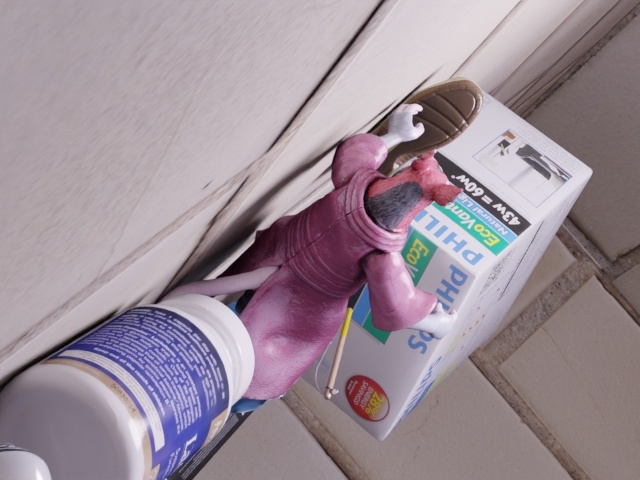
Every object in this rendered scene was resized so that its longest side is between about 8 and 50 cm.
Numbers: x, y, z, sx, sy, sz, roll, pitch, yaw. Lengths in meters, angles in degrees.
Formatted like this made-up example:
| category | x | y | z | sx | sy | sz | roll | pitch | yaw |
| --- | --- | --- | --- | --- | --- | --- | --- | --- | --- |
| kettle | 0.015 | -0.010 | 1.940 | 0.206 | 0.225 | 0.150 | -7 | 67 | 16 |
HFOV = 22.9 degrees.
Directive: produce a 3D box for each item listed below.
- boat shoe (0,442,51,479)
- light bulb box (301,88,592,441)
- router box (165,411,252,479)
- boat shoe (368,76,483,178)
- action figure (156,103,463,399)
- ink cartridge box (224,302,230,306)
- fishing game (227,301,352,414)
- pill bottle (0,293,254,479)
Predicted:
| category | x | y | z | sx | sy | sz | roll | pitch | yaw |
| --- | --- | --- | --- | --- | --- | --- | --- | --- | --- |
| boat shoe | -0.298 | 0.200 | 1.244 | 0.108 | 0.102 | 0.301 | 6 | 153 | -30 |
| light bulb box | 0.155 | 0.029 | 2.253 | 0.361 | 0.225 | 0.358 | -36 | 158 | -47 |
| router box | -0.251 | 0.270 | 1.921 | 0.243 | 0.081 | 0.309 | -18 | -164 | 35 |
| boat shoe | 0.101 | -0.127 | 1.781 | 0.190 | 0.068 | 0.072 | -31 | -168 | 18 |
| action figure | 0.000 | 0.000 | 1.642 | 0.275 | 0.248 | 0.370 | -2 | 153 | -37 |
| ink cartridge box | -0.124 | 0.174 | 2.364 | 0.063 | 0.150 | 0.109 | -46 | 175 | 19 |
| fishing game | -0.090 | 0.139 | 1.826 | 0.264 | 0.041 | 0.189 | -10 | -140 | 18 |
| pill bottle | -0.173 | 0.146 | 1.457 | 0.153 | 0.153 | 0.264 | -42 | 176 | 29 |
